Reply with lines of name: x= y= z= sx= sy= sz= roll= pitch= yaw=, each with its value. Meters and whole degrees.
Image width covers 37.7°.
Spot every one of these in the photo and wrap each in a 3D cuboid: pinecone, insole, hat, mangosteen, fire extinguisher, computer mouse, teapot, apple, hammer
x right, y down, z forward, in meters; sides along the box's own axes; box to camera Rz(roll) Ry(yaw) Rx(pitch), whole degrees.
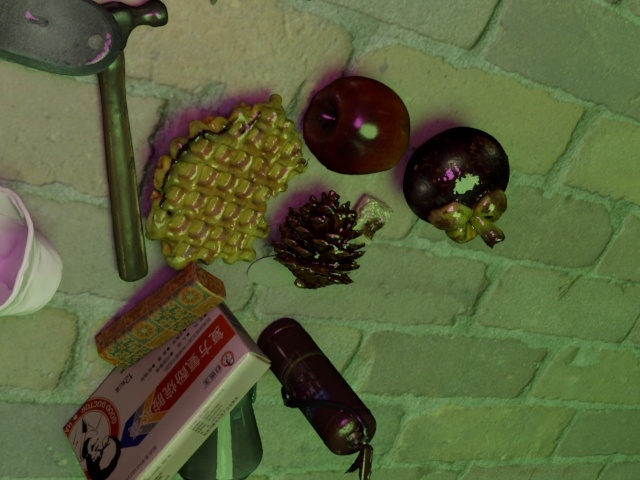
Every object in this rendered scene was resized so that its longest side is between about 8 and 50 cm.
pinecone: x=0.000 y=0.000 z=1.571 sx=0.173 sy=0.173 sz=0.173 roll=-17 pitch=128 yaw=-23
insole: x=-0.044 y=0.056 z=1.672 sx=0.197 sy=0.004 sz=0.065 roll=4 pitch=117 yaw=-36
hat: x=-0.439 y=0.034 z=1.299 sx=0.203 sy=0.203 sz=0.126 roll=-49 pitch=152 yaw=5
mangosteen: x=0.250 y=-0.086 z=1.625 sx=0.192 sy=0.217 sz=0.192 roll=-28 pitch=160 yaw=-12
fire extinguisher: x=0.000 y=0.281 z=1.624 sx=0.105 sy=0.341 sz=0.141 roll=-9 pitch=126 yaw=-28
computer mouse: x=-0.360 y=-0.272 z=1.172 sx=0.229 sy=0.068 sz=0.113 roll=19 pitch=90 yaw=-9
teapot: x=-0.174 y=0.300 z=1.663 sx=0.203 sy=0.171 sz=0.225 roll=-34 pitch=136 yaw=-55
apple: x=0.069 y=-0.178 z=1.494 sx=0.158 sy=0.147 sz=0.156 roll=11 pitch=92 yaw=-39
hammer: x=-0.287 y=-0.126 z=1.358 sx=0.168 sy=0.044 sz=0.440 roll=-17 pitch=128 yaw=-24

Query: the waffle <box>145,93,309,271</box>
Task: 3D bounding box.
waffle: x=-0.142 y=-0.083 z=1.461 sx=0.281 sy=0.058 sz=0.301 roll=-12 pitch=131 yaw=-37

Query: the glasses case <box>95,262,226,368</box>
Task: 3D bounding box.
glasses case: x=-0.257 y=0.126 z=1.507 sx=0.218 sy=0.049 sz=0.075 roll=-36 pitch=135 yaw=17

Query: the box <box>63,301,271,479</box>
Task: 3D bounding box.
box: x=-0.257 y=0.258 z=1.527 sx=0.353 sy=0.214 sz=0.069 roll=-50 pitch=135 yaw=6

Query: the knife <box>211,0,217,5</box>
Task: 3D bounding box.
knife: x=-0.096 y=-0.357 z=1.345 sx=0.212 sy=0.015 sz=0.054 roll=-3 pitch=122 yaw=-32

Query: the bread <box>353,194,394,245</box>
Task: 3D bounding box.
bread: x=0.084 y=-0.036 z=1.673 sx=0.070 sy=0.035 sz=0.083 roll=30 pitch=104 yaw=-41
